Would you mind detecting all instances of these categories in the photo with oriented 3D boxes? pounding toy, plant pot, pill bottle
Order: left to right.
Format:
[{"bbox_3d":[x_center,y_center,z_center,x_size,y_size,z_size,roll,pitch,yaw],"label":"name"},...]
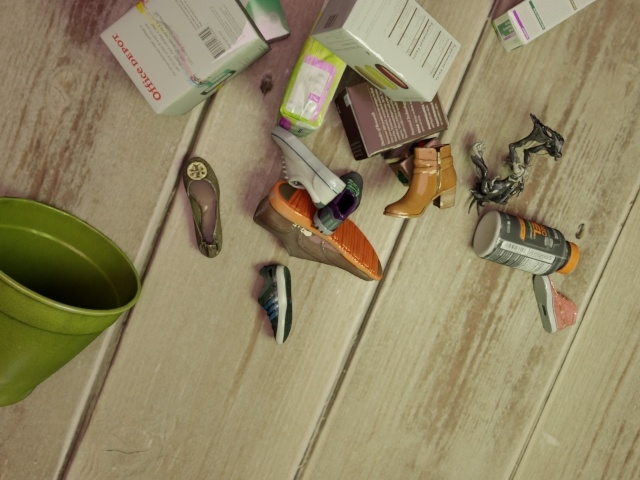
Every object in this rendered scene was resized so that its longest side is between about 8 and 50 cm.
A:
[{"bbox_3d":[-0.648,0.157,1.126,0.366,0.366,0.353,37,103,-9],"label":"plant pot"},{"bbox_3d":[0.227,-0.194,1.278,0.141,0.130,0.100,-36,99,-2],"label":"pounding toy"},{"bbox_3d":[0.534,0.015,1.341,0.246,0.130,0.130,16,94,-9],"label":"pill bottle"}]

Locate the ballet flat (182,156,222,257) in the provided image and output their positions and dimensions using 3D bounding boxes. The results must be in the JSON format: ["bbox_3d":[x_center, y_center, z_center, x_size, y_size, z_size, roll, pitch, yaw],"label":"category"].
[{"bbox_3d":[-0.284,-0.079,1.265,0.084,0.058,0.249,-7,97,-7],"label":"ballet flat"}]

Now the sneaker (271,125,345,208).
[{"bbox_3d":[-0.053,-0.175,1.212,0.091,0.094,0.258,-46,56,6],"label":"sneaker"}]

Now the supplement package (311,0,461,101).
[{"bbox_3d":[0.132,-0.397,1.033,0.244,0.139,0.133,28,90,-30],"label":"supplement package"}]

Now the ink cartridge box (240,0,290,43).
[{"bbox_3d":[-0.205,-0.539,1.226,0.225,0.056,0.181,-19,98,-6],"label":"ink cartridge box"}]

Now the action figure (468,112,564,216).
[{"bbox_3d":[0.465,-0.185,1.306,0.164,0.140,0.275,13,136,-34],"label":"action figure"}]

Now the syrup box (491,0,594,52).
[{"bbox_3d":[0.560,-0.576,1.293,0.237,0.093,0.096,-31,100,-2],"label":"syrup box"}]

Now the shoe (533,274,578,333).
[{"bbox_3d":[0.637,0.160,1.406,0.081,0.063,0.178,-18,104,-6],"label":"shoe"}]

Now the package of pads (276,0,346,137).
[{"bbox_3d":[-0.005,-0.390,1.178,0.101,0.229,0.296,22,93,-9],"label":"package of pads"}]

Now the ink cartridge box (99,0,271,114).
[{"bbox_3d":[-0.282,-0.430,1.132,0.270,0.197,0.198,-33,100,10],"label":"ink cartridge box"}]

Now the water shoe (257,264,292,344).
[{"bbox_3d":[-0.117,0.161,1.318,0.080,0.073,0.203,2,93,15],"label":"water shoe"}]

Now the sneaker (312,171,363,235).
[{"bbox_3d":[0.069,-0.101,1.233,0.083,0.098,0.223,42,48,-13],"label":"sneaker"}]

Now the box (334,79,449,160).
[{"bbox_3d":[0.164,-0.304,1.238,0.203,0.168,0.167,-21,98,-4],"label":"box"}]

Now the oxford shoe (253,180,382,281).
[{"bbox_3d":[0.000,0.000,1.298,0.364,0.130,0.133,37,124,-16],"label":"oxford shoe"}]

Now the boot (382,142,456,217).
[{"bbox_3d":[0.224,-0.138,1.199,0.197,0.073,0.152,-17,112,-22],"label":"boot"}]
